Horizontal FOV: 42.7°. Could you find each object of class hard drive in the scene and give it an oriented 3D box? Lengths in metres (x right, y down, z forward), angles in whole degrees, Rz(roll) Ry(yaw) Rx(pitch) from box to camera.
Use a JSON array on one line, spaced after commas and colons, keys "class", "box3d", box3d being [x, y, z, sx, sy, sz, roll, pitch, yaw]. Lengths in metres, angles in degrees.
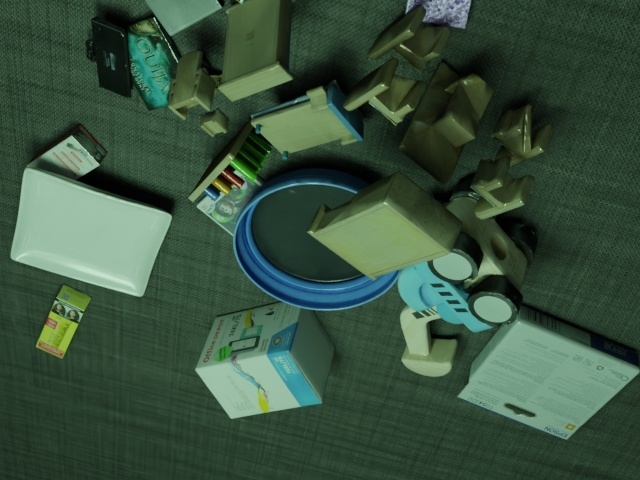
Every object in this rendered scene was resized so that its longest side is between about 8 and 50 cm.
[{"class": "hard drive", "box3d": [-0.268, -0.472, 1.609, 0.135, 0.022, 0.094, -20, 121, 27]}]

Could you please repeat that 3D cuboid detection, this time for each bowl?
[{"class": "bowl", "box3d": [0.000, 0.000, 1.870, 0.390, 0.077, 0.391, 4, 132, 4]}]

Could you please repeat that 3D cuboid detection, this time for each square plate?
[{"class": "square plate", "box3d": [-0.561, -0.019, 1.993, 0.343, 0.049, 0.347, 18, 137, -13]}]

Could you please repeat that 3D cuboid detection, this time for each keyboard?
[{"class": "keyboard", "box3d": [-0.441, -0.382, 1.700, 0.108, 0.023, 0.180, 23, 142, 10]}]

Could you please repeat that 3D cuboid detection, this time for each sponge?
[{"class": "sponge", "box3d": [0.225, -0.488, 1.471, 0.117, 0.031, 0.210, 11, 130, 5]}]

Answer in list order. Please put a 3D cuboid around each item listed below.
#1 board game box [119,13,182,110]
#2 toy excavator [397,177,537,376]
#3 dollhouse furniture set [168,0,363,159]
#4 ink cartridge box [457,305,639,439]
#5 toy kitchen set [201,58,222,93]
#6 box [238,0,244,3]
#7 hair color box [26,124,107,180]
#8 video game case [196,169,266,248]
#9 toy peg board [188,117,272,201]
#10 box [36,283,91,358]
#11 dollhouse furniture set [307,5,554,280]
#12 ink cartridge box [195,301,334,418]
[{"class": "board game box", "box3d": [-0.348, -0.369, 1.709, 0.126, 0.026, 0.186, -13, 124, 23]}, {"class": "toy excavator", "box3d": [0.280, 0.117, 1.864, 0.445, 0.222, 0.433, -21, 122, 43]}, {"class": "dollhouse furniture set", "box3d": [-0.093, -0.307, 1.651, 0.286, 0.198, 0.303, -14, 148, 27]}, {"class": "ink cartridge box", "box3d": [0.555, 0.334, 2.033, 0.324, 0.071, 0.330, 22, 133, -6]}, {"class": "toy kitchen set", "box3d": [-0.216, -0.346, 1.673, 0.075, 0.083, 0.068, -9, 84, 20]}, {"class": "box", "box3d": [-0.198, -0.520, 1.533, 0.168, 0.054, 0.059, 31, 128, -11]}, {"class": "hair color box", "box3d": [-0.587, -0.187, 1.896, 0.167, 0.053, 0.093, -24, 120, 30]}, {"class": "video game case", "box3d": [-0.166, -0.070, 1.910, 0.190, 0.022, 0.173, 40, 127, -19]}, {"class": "toy peg board", "box3d": [-0.185, -0.153, 1.753, 0.079, 0.161, 0.160, 39, 126, -13]}, {"class": "box", "box3d": [-0.708, 0.225, 2.254, 0.087, 0.058, 0.232, 28, 129, -10]}, {"class": "dollhouse furniture set", "box3d": [0.180, -0.149, 1.554, 0.362, 0.394, 0.256, 36, 152, -19]}, {"class": "ink cartridge box", "box3d": [-0.137, 0.301, 2.087, 0.270, 0.198, 0.197, -15, 124, 23]}]
